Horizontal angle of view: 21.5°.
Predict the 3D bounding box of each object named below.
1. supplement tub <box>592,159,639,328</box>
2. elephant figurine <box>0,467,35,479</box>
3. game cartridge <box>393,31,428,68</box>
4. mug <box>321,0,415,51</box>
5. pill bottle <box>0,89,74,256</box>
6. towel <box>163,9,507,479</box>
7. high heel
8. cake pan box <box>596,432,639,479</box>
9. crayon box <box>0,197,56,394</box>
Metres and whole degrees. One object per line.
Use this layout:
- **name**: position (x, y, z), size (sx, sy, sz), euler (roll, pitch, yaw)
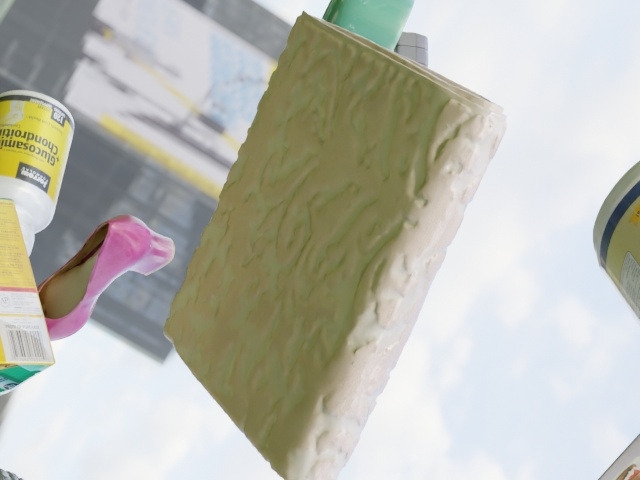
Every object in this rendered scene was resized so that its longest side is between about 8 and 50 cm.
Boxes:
- **supplement tub**: position (0.445, 0.059, 1.736), size (0.228, 0.228, 0.316), euler (-51, -137, 24)
- **elephant figurine**: position (-0.333, 0.286, 1.703), size (0.186, 0.169, 0.239), euler (-12, -135, 6)
- **game cartridge**: position (0.094, -0.081, 2.338), size (0.230, 0.068, 0.355), euler (-92, -168, -48)
- **mug**: position (0.050, -0.279, 2.209), size (0.129, 0.097, 0.158), euler (-66, -174, -12)
- **pill bottle**: position (-0.346, -0.071, 1.911), size (0.103, 0.103, 0.184), euler (-38, -143, 50)
- **towel**: position (0.000, 0.000, 1.378), size (0.317, 0.053, 0.332), euler (40, -72, 58)
- **high heel**: position (-0.292, 0.046, 1.957), size (0.244, 0.117, 0.082), euler (-24, -116, 24)
- **cake pan box**: position (0.304, 0.116, 1.206), size (0.267, 0.070, 0.246), euler (-49, 165, 5)
- **crayon box**: position (-0.370, 0.044, 1.432), size (0.081, 0.278, 0.165), euler (-30, -112, 35)
